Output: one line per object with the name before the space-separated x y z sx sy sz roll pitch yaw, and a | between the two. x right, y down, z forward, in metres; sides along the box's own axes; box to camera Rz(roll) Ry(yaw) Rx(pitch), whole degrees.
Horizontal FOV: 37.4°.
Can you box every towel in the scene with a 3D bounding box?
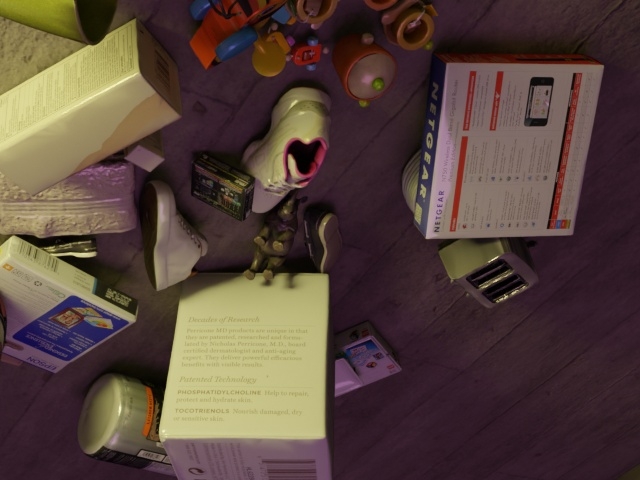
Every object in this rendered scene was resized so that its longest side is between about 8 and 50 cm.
towel | -0.486 -0.083 1.767 0.282 0.049 0.187 -3 140 -11

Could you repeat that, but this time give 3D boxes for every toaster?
toaster | 0.381 0.049 2.093 0.185 0.110 0.168 -31 138 21

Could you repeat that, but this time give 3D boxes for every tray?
tray | -0.041 0.358 2.329 0.270 0.030 0.145 -22 137 12

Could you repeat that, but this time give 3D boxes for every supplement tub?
supplement tub | -0.398 0.458 2.305 0.338 0.207 0.207 24 129 -36

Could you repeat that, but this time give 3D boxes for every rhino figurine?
rhino figurine | -0.084 -0.021 1.904 0.073 0.106 0.243 28 135 3

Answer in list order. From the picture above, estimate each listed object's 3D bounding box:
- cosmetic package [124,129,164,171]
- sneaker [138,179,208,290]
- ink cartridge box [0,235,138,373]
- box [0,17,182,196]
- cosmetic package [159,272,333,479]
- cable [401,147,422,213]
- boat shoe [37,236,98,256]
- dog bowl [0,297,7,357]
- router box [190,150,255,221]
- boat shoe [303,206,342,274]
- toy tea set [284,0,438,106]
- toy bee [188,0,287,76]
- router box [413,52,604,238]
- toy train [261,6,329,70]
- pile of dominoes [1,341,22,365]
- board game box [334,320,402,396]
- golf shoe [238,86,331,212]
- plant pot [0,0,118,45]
cosmetic package | -0.309 -0.181 1.643 0.041 0.115 0.060 -36 134 26
sneaker | -0.286 -0.023 1.867 0.123 0.106 0.290 -17 146 -20
ink cartridge box | -0.589 0.144 1.958 0.307 0.072 0.303 -30 133 34
box | -0.393 -0.216 1.560 0.311 0.148 0.121 -24 139 17
cosmetic package | -0.135 0.319 2.024 0.327 0.394 0.329 -1 140 3
cable | 0.295 -0.110 1.899 0.257 0.089 0.257 -15 140 4
boat shoe | -0.505 0.012 1.883 0.125 0.046 0.038 0 98 8
dog bowl | -0.797 0.161 1.830 0.407 0.150 0.408 5 134 5
router box | -0.185 -0.101 1.780 0.122 0.038 0.092 27 141 13
boat shoe | 0.000 0.000 1.996 0.065 0.075 0.206 28 151 20
toy tea set | 0.065 -0.360 1.491 0.200 0.124 0.336 -39 135 8
toy bee | -0.104 -0.343 1.439 0.162 0.298 0.195 -32 113 -13
router box | 0.341 -0.173 1.741 0.301 0.082 0.336 -1 114 -13
toy train | -0.046 -0.356 1.563 0.125 0.046 0.166 -22 136 -24
pile of dominoes | -0.638 0.172 2.057 0.195 0.040 0.251 23 122 -29
board game box | 0.028 0.321 2.369 0.305 0.053 0.193 -24 138 14
golf shoe | -0.070 -0.138 1.738 0.115 0.140 0.306 7 138 -24
plant pot | -0.429 -0.418 1.249 0.293 0.275 0.275 9 138 -1
